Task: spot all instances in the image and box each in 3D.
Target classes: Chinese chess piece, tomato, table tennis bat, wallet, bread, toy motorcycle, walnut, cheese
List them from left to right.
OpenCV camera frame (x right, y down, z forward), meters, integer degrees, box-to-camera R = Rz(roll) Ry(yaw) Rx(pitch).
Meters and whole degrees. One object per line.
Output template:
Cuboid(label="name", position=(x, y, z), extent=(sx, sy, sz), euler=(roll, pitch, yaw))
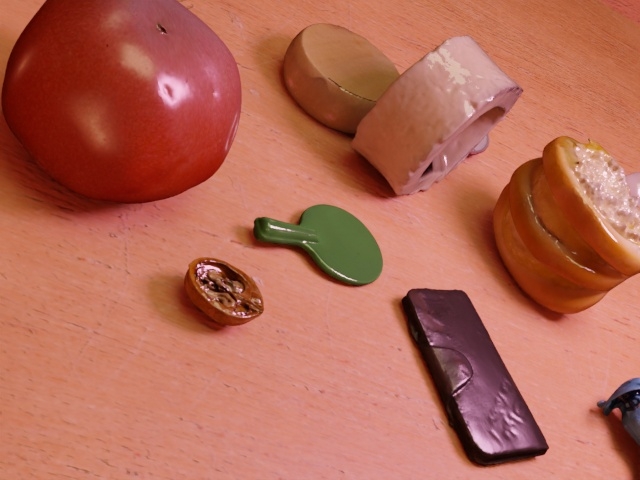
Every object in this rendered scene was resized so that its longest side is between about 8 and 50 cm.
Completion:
Cuboid(label="tomato", position=(-0.258, -0.214, 1.146), extent=(0.341, 0.273, 0.341), euler=(22, 41, -20))
Cuboid(label="walnut", position=(-0.139, 0.077, 1.135), extent=(0.121, 0.052, 0.091), euler=(35, 37, -9))
Cuboid(label="table tennis bat", position=(0.000, 0.000, 1.342), extent=(0.257, 0.039, 0.160), euler=(11, 46, -39))
Cuboid(label="Chinese chess piece", position=(0.044, -0.321, 1.645), extent=(0.250, 0.097, 0.251), euler=(22, 41, -20))
Cuboid(label="cheese", position=(0.225, -0.234, 1.562), extent=(0.153, 0.292, 0.332), euler=(49, 27, 12))
Cuboid(label="wallet", position=(0.243, 0.208, 1.327), extent=(0.165, 0.042, 0.310), euler=(6, 49, -37))
Cuboid(label="bread", position=(0.463, -0.034, 1.567), extent=(0.211, 0.270, 0.316), euler=(16, 49, -49))
Cuboid(label="toy motorcycle", position=(0.570, 0.340, 1.402), extent=(0.182, 0.123, 0.272), euler=(32, 37, -26))

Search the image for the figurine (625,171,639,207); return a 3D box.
Cuboid(label="figurine", position=(0.779, -0.039, 1.955), extent=(0.155, 0.127, 0.236), euler=(4, 55, -50))

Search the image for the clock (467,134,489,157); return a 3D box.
Cuboid(label="clock", position=(0.273, -0.280, 1.826), extent=(0.244, 0.056, 0.244), euler=(22, 42, -21))
